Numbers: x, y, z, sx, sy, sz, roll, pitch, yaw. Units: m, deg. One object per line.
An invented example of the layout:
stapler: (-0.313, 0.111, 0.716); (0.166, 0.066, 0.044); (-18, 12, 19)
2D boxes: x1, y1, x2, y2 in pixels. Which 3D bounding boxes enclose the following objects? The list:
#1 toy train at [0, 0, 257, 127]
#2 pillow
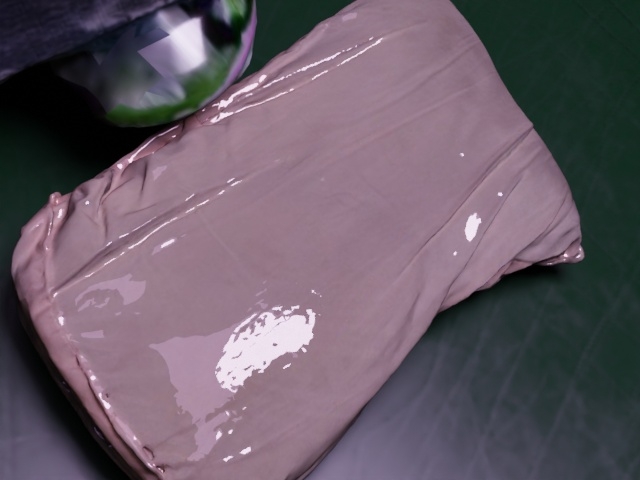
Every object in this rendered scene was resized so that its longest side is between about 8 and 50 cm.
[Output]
toy train: (-0.166, -0.153, 0.539); (0.307, 0.173, 0.248); (-24, 67, -5)
pillow: (0.000, 0.000, 0.578); (0.270, 0.067, 0.173); (-37, 81, -26)
